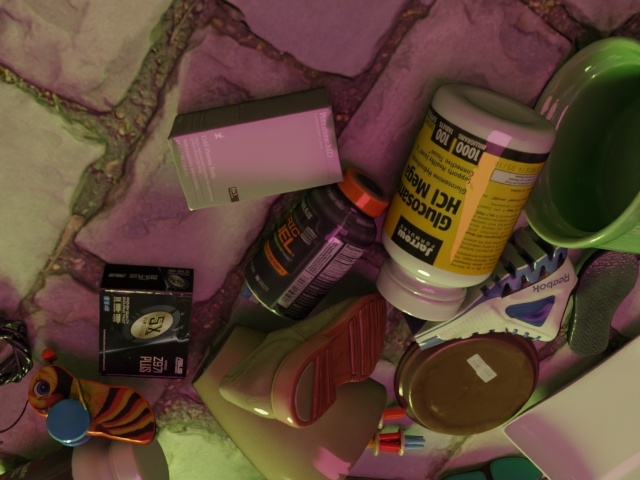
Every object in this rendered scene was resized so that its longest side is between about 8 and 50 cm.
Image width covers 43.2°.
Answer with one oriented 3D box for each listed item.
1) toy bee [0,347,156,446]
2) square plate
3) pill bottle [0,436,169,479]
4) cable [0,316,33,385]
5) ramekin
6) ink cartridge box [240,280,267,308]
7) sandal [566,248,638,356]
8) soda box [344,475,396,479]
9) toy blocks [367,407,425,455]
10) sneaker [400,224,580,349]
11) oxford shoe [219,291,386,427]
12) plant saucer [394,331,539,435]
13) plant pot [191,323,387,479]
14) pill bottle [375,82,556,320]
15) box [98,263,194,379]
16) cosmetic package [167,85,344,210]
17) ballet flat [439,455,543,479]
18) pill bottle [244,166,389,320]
[{"bbox_3d":[-0.424,0.262,1.359,0.298,0.162,0.195,9,159,-28],"label":"toy bee"},{"bbox_3d":[0.575,0.357,1.585,0.344,0.049,0.347,-37,117,12],"label":"square plate"},{"bbox_3d":[-0.443,0.458,1.462,0.319,0.176,0.176,-25,120,8],"label":"pill bottle"},{"bbox_3d":[-0.585,0.189,1.372,0.185,0.047,0.150,-4,125,-7],"label":"cable"},{"bbox_3d":[0.436,-0.124,1.160,0.148,0.303,0.303,13,118,-22],"label":"ramekin"},{"bbox_3d":[-0.088,0.087,1.371,0.083,0.028,0.048,29,114,-21],"label":"ink cartridge box"},{"bbox_3d":[0.487,0.101,1.438,0.097,0.054,0.254,5,129,-1],"label":"sandal"},{"bbox_3d":[0.126,0.524,1.633,0.181,0.058,0.061,8,119,-10],"label":"soda box"},{"bbox_3d":[0.129,0.357,1.538,0.148,0.054,0.123,1,120,-6],"label":"toy blocks"},{"bbox_3d":[0.313,0.120,1.379,0.316,0.127,0.182,-32,116,10],"label":"sneaker"},{"bbox_3d":[-0.008,0.161,1.269,0.147,0.397,0.140,4,102,26],"label":"oxford shoe"},{"bbox_3d":[0.277,0.265,1.511,0.278,0.041,0.277,-2,119,-4],"label":"plant saucer"},{"bbox_3d":[-0.071,0.271,1.378,0.274,0.256,0.256,38,110,-7],"label":"plant pot"},{"bbox_3d":[0.205,-0.052,1.228,0.188,0.188,0.333,13,116,-14],"label":"pill bottle"},{"bbox_3d":[-0.291,0.137,1.350,0.147,0.077,0.180,5,119,-10],"label":"box"},{"bbox_3d":[-0.091,-0.137,1.200,0.238,0.107,0.127,-11,118,4],"label":"cosmetic package"},{"bbox_3d":[0.342,0.488,1.642,0.213,0.072,0.068,-12,148,1],"label":"ballet flat"},{"bbox_3d":[0.000,0.000,1.273,0.130,0.130,0.245,32,111,-22],"label":"pill bottle"}]
